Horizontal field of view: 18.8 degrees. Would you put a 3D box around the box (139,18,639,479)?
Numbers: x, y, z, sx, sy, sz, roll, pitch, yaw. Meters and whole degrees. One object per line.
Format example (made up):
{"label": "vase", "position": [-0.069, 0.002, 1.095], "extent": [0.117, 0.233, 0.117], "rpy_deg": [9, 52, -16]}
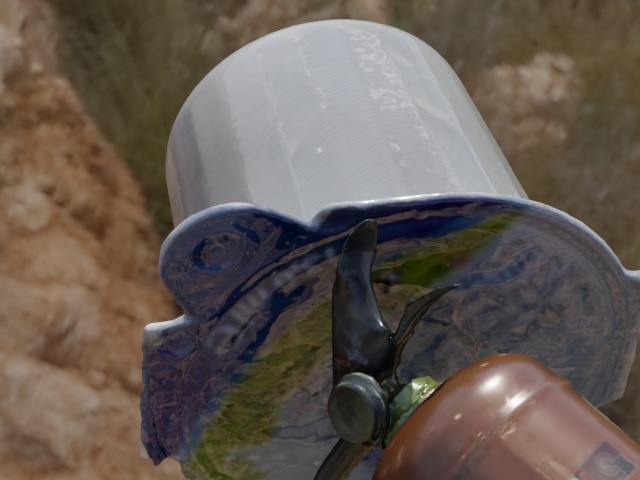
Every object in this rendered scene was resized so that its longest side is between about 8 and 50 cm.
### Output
{"label": "box", "position": [0.000, 0.000, 1.038], "extent": [0.291, 0.262, 0.206], "rpy_deg": [32, 26, -38]}

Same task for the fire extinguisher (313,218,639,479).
{"label": "fire extinguisher", "position": [0.112, 0.176, 0.867], "extent": [0.376, 0.200, 0.113], "rpy_deg": [42, 19, 17]}
